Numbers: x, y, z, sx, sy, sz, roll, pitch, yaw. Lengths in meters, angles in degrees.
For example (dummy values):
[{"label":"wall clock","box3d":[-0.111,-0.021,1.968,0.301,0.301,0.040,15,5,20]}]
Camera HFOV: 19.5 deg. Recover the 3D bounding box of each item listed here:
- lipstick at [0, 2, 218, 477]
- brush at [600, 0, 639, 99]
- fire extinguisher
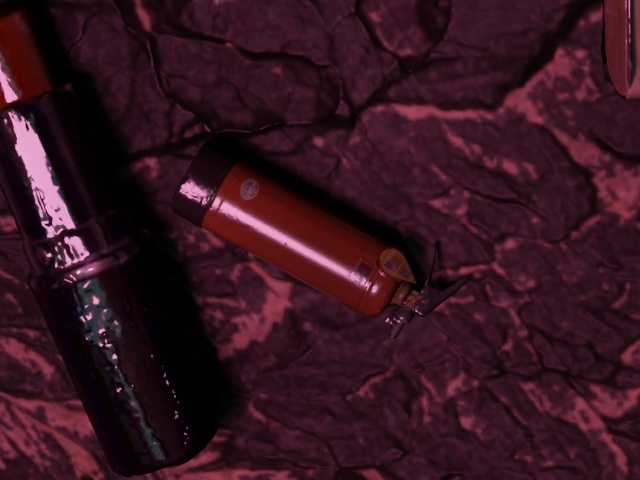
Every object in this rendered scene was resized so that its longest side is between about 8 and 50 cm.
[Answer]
[{"label":"lipstick","box3d":[-0.145,0.001,1.127,0.081,0.081,0.300,-14,104,23]},{"label":"brush","box3d":[0.173,-0.232,0.938,0.065,0.070,0.327,-6,110,0]},{"label":"fire extinguisher","box3d":[0.000,0.000,1.100,0.177,0.050,0.062,28,80,3]}]
